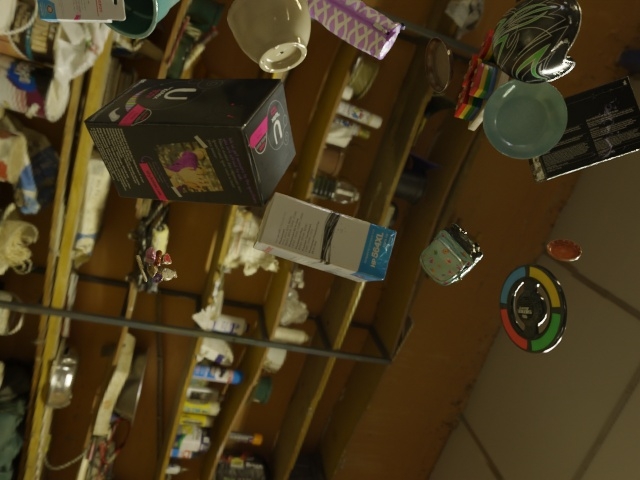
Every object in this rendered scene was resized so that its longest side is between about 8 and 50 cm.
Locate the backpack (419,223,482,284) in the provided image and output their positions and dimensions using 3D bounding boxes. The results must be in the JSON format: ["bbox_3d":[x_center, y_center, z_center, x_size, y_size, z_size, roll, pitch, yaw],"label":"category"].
[{"bbox_3d":[0.432,0.063,1.685,0.166,0.144,0.188,47,-37,15],"label":"backpack"}]

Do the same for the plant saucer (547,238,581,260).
[{"bbox_3d":[0.652,0.027,1.317,0.083,0.083,0.013,-102,-178,-52],"label":"plant saucer"}]

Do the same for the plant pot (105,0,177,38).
[{"bbox_3d":[-0.478,-0.801,1.369,0.334,0.341,0.341,-53,-176,-32],"label":"plant pot"}]

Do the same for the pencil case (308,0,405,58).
[{"bbox_3d":[0.069,-0.465,1.039,0.086,0.206,0.088,-60,175,14],"label":"pencil case"}]

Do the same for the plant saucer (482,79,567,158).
[{"bbox_3d":[0.491,-0.294,1.194,0.037,0.195,0.195,-15,120,-82],"label":"plant saucer"}]

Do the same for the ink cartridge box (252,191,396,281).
[{"bbox_3d":[0.000,0.000,0.809,0.148,0.203,0.086,157,-49,-77],"label":"ink cartridge box"}]

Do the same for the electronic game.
[{"bbox_3d":[0.542,0.174,1.267,0.229,0.048,0.229,-178,-90,-71],"label":"electronic game"}]

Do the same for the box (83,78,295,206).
[{"bbox_3d":[-0.198,-0.163,0.792,0.165,0.270,0.143,-67,156,-45],"label":"box"}]

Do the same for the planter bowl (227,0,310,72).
[{"bbox_3d":[-0.088,-0.398,0.952,0.162,0.162,0.109,-38,-113,62],"label":"planter bowl"}]

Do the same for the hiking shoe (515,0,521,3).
[{"bbox_3d":[0.669,-0.843,1.526,0.086,0.114,0.227,49,-54,35],"label":"hiking shoe"}]

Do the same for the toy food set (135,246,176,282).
[{"bbox_3d":[-0.343,0.049,1.046,0.122,0.019,0.078,-20,90,-78],"label":"toy food set"}]

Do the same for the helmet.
[{"bbox_3d":[0.431,-0.405,0.984,0.169,0.161,0.169,-9,-107,32],"label":"helmet"}]

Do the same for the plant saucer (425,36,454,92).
[{"bbox_3d":[0.382,-0.561,1.568,0.168,0.029,0.168,167,-90,-81],"label":"plant saucer"}]

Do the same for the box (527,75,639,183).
[{"bbox_3d":[0.663,-0.277,1.257,0.103,0.261,0.184,-7,79,-82],"label":"box"}]

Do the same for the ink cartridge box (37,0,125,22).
[{"bbox_3d":[-0.542,-0.555,1.122,0.061,0.181,0.104,-127,-145,-67],"label":"ink cartridge box"}]

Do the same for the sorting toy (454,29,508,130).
[{"bbox_3d":[0.522,-0.528,1.572,0.257,0.089,0.256,101,7,-77],"label":"sorting toy"}]
